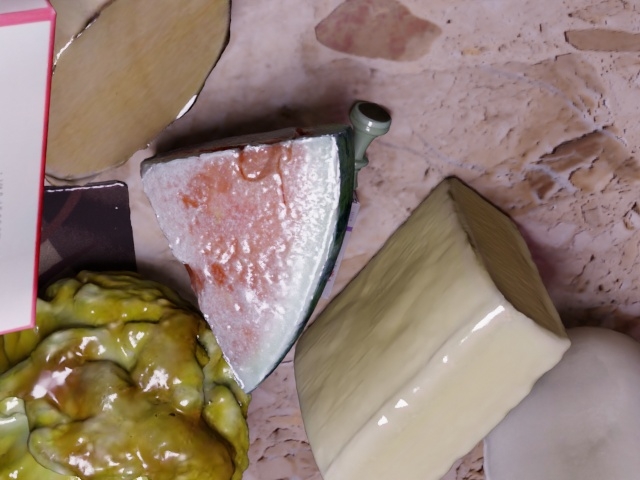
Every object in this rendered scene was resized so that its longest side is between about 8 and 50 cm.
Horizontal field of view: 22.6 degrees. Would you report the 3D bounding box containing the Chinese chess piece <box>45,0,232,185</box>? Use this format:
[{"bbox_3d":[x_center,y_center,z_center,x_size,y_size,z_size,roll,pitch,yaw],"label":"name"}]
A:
[{"bbox_3d":[-0.195,-0.171,1.407,0.104,0.257,0.257,40,113,19],"label":"Chinese chess piece"}]

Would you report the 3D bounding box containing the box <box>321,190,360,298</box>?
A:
[{"bbox_3d":[0.000,0.000,1.636,0.051,0.036,0.117,13,117,-13],"label":"box"}]

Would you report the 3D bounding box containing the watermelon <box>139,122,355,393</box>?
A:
[{"bbox_3d":[-0.083,-0.007,1.504,0.201,0.213,0.261,16,100,-5],"label":"watermelon"}]

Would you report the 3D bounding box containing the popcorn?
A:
[{"bbox_3d":[-0.209,0.160,1.572,0.282,0.282,0.247,16,152,-14],"label":"popcorn"}]

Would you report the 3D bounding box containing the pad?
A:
[{"bbox_3d":[-0.352,0.047,1.642,0.330,0.004,0.220,-5,119,-3],"label":"pad"}]

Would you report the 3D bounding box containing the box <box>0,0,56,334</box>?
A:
[{"bbox_3d":[-0.395,-0.101,1.203,0.312,0.300,0.314,-13,132,-29],"label":"box"}]

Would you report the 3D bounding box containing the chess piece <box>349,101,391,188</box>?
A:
[{"bbox_3d":[0.036,-0.089,1.592,0.042,0.042,0.093,15,122,-14],"label":"chess piece"}]

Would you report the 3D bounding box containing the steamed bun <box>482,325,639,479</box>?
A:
[{"bbox_3d":[0.295,0.247,1.640,0.206,0.324,0.324,-16,119,15],"label":"steamed bun"}]

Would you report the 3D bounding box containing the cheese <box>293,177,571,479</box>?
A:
[{"bbox_3d":[0.098,0.106,1.586,0.124,0.242,0.265,35,110,-22],"label":"cheese"}]
